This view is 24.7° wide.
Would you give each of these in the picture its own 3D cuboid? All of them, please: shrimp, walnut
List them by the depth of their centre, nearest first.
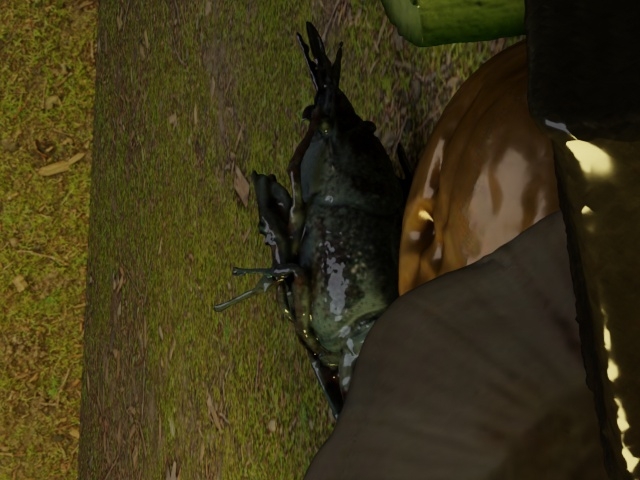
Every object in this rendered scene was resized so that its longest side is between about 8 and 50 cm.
[{"bbox_3d":[0.134,-0.005,0.743,0.195,0.195,0.221,-129,39,-62],"label":"walnut"},{"bbox_3d":[0.001,0.002,1.163,0.137,0.172,0.372,110,147,-56],"label":"shrimp"}]

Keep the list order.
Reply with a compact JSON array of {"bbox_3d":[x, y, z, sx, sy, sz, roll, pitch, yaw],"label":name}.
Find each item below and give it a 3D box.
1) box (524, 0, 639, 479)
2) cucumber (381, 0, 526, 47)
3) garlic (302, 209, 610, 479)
[{"bbox_3d":[0.156,-0.064,0.459,0.273,0.184,0.143,-85,-19,-50],"label":"box"},{"bbox_3d":[0.095,-0.230,0.964,0.191,0.130,0.191,178,90,-75],"label":"cucumber"},{"bbox_3d":[0.144,0.120,0.548,0.241,0.322,0.321,157,113,-78],"label":"garlic"}]
